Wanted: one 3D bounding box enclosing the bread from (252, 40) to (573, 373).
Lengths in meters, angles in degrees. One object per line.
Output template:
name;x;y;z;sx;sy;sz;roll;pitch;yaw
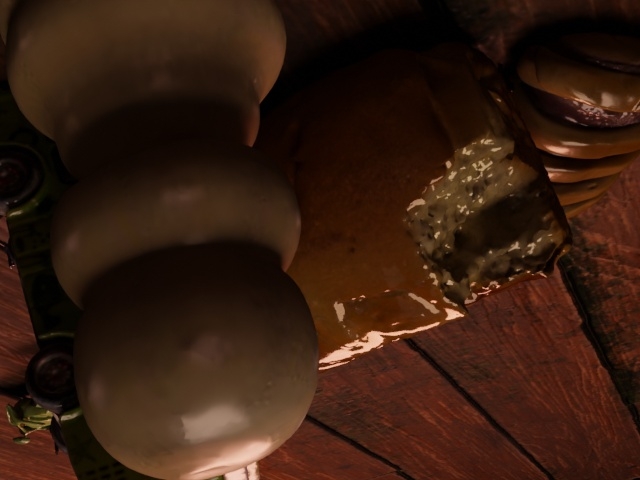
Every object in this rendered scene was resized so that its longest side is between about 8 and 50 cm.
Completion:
bread;-0.004;-0.002;0.821;0.344;0.195;0.149;-28;171;30

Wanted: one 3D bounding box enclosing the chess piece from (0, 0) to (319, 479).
chess piece;-0.076;-0.024;0.607;0.167;0.299;0.167;-12;156;-5

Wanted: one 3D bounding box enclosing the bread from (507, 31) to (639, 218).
bread;0.188;-0.076;0.882;0.134;0.081;0.225;-7;154;-15

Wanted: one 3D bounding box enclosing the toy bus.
toy bus;-0.122;0.034;0.712;0.139;0.301;0.113;-17;153;-9

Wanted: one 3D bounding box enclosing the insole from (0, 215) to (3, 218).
insole;-0.242;-0.049;0.826;0.053;0.002;0.152;-3;153;-20

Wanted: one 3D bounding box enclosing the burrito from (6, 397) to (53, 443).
burrito;-0.229;0.139;1.169;0.288;0.054;0.104;-27;151;28
